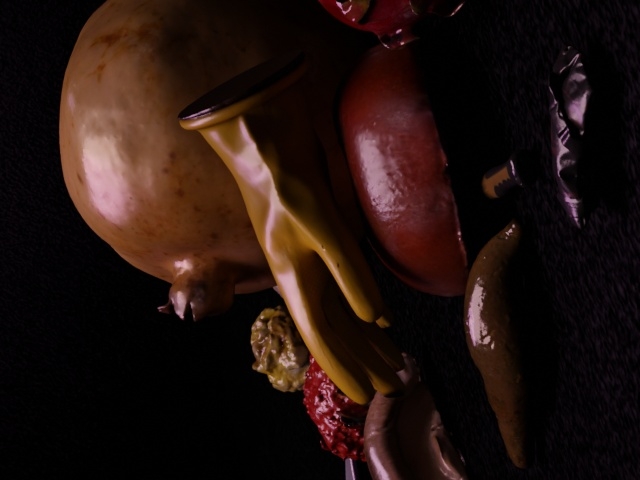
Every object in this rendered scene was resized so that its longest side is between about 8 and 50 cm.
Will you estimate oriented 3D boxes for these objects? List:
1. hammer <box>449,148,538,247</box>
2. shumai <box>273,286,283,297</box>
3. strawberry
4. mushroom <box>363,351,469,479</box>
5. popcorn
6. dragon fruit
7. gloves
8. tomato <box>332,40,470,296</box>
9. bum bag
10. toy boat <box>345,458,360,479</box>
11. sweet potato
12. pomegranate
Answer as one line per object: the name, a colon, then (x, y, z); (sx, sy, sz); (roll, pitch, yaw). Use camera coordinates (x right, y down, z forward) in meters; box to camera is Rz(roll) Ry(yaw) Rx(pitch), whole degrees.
hammer: (0.132, -0.046, 1.399); (0.201, 0.021, 0.078); (135, 121, -79)
shumai: (-0.005, 0.001, 2.043); (0.116, 0.145, 0.145); (-48, 42, 25)
strawberry: (0.023, 0.157, 2.081); (0.228, 0.098, 0.174); (-123, 22, -61)
mushroom: (0.095, 0.216, 1.797); (0.072, 0.094, 0.210); (97, 153, -56)
popcorn: (-0.048, 0.150, 2.440); (0.120, 0.116, 0.106); (44, 126, 7)
dragon fruit: (0.044, -0.213, 1.346); (0.166, 0.133, 0.136); (-132, 23, -67)
gloves: (0.001, -0.001, 1.490); (0.294, 0.116, 0.133); (63, -147, -12)
tomato: (0.066, -0.053, 1.488); (0.225, 0.085, 0.225); (-15, -90, -90)
bum bag: (0.164, -0.063, 1.151); (0.058, 0.034, 0.124); (-102, 4, -59)
toy boat: (0.048, 0.402, 2.399); (0.219, 0.072, 0.318); (96, 162, -55)
sweet potato: (0.147, 0.098, 1.420); (0.069, 0.059, 0.249); (-82, -16, -55)
pomegranate: (-0.088, -0.080, 1.686); (0.342, 0.342, 0.342); (166, 90, -80)
